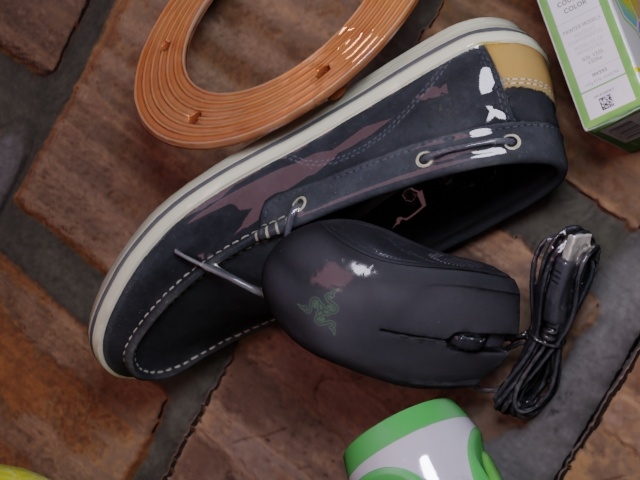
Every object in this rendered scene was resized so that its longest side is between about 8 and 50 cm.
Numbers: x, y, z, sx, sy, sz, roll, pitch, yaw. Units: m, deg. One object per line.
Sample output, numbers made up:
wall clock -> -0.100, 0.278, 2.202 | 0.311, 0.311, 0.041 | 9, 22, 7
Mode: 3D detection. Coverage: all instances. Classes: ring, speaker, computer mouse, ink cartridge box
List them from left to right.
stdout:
ring -> -0.029, -0.209, 1.493 | 0.337, 0.032, 0.336 | -24, 40, 23
computer mouse -> 0.086, 0.059, 1.345 | 0.272, 0.072, 0.188 | 11, 116, -9
speaker -> 0.131, 0.285, 1.368 | 0.131, 0.131, 0.296 | -36, 68, 22
ink cartridge box -> 0.231, -0.185, 1.375 | 0.062, 0.109, 0.209 | -26, 71, 25

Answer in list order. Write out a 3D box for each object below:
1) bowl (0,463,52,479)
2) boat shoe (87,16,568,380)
bowl -> -0.250, 0.320, 1.551 | 0.156, 0.289, 0.289 | -27, 64, -21
boat shoe -> 0.000, 0.000, 1.447 | 0.500, 0.187, 0.156 | -33, 61, 18
